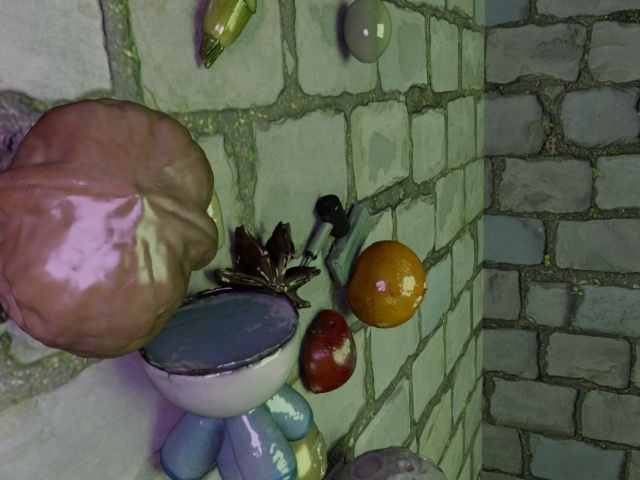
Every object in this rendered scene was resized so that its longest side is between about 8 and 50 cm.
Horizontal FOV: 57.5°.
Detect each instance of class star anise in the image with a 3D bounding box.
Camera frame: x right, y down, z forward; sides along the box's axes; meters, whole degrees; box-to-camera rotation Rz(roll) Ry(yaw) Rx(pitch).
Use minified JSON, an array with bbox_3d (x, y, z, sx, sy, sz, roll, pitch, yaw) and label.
[{"bbox_3d":[-0.094,0.097,1.061,0.288,0.088,0.288,-3,94,-47],"label":"star anise"}]

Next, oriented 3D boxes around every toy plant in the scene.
[{"bbox_3d":[-0.127,0.257,0.880,0.247,0.247,0.332,-44,133,-53],"label":"toy plant"}]

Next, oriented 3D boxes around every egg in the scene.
[{"bbox_3d":[-0.072,0.396,1.070,0.164,0.164,0.201,11,77,-63],"label":"egg"},{"bbox_3d":[0.110,-0.492,1.362,0.114,0.114,0.152,-13,100,-62],"label":"egg"}]

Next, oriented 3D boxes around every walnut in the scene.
[{"bbox_3d":[-0.226,-0.014,0.605,0.227,0.273,0.273,40,48,-12],"label":"walnut"}]

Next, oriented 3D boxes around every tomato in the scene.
[{"bbox_3d":[0.037,0.257,1.327,0.189,0.099,0.173,-57,139,-47],"label":"tomato"}]

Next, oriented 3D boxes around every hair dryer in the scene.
[{"bbox_3d":[0.000,0.000,1.292,0.197,0.057,0.100,-59,143,-28],"label":"hair dryer"}]

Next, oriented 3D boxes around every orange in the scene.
[{"bbox_3d":[0.163,0.110,1.443,0.219,0.193,0.219,-52,165,-21],"label":"orange"}]

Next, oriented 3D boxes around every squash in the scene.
[{"bbox_3d":[-0.144,-0.364,0.925,0.090,0.075,0.200,93,9,-75],"label":"squash"}]

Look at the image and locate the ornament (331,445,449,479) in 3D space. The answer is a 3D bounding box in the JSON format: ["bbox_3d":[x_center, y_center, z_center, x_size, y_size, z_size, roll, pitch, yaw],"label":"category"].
[{"bbox_3d":[0.165,0.664,1.358,0.337,0.337,0.336,-13,105,-62],"label":"ornament"}]

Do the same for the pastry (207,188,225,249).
[{"bbox_3d":[-0.190,-0.049,0.802,0.088,0.166,0.165,-18,116,-18],"label":"pastry"}]

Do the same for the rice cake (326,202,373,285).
[{"bbox_3d":[0.074,0.003,1.434,0.226,0.040,0.085,-63,144,-37],"label":"rice cake"}]
